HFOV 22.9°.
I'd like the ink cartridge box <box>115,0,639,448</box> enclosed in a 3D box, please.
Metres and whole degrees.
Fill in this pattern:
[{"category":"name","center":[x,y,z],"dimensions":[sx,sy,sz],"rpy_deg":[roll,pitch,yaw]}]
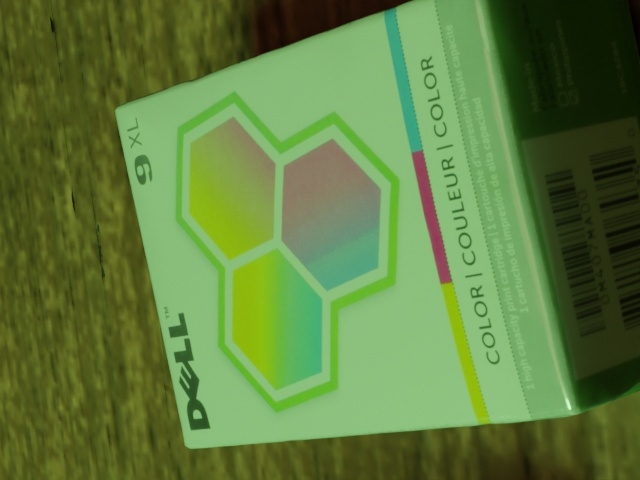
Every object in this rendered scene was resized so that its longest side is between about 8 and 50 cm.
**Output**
[{"category":"ink cartridge box","center":[0.000,0.000,0.468],"dimensions":[0.209,0.062,0.109],"rpy_deg":[-11,91,46]}]
